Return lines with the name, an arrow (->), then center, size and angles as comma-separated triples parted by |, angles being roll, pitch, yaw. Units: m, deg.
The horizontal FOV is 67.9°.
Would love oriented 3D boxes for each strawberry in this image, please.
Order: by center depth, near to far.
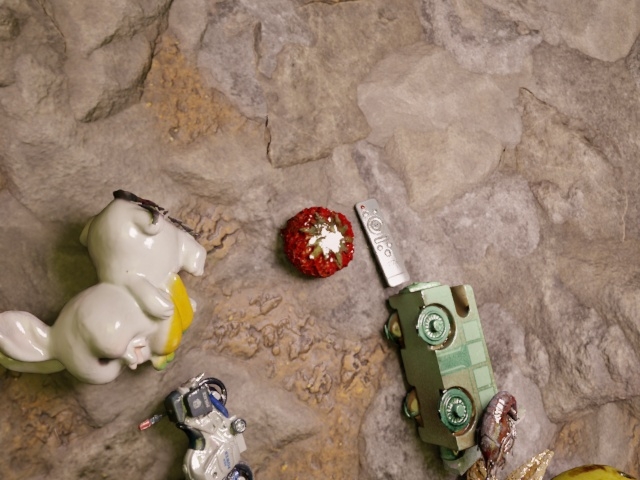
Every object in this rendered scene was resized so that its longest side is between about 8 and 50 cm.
strawberry -> 0.000, 0.000, 0.895 | 0.145, 0.086, 0.145 | 3, 80, -17

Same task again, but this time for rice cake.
rice cake -> 0.324, 0.381, 0.926 | 0.210, 0.043, 0.034 | -24, 92, -26

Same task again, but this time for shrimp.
shrimp -> 0.299, 0.338, 0.807 | 0.065, 0.056, 0.165 | 22, 76, -30

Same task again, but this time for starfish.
starfish -> 0.331, 0.460, 0.838 | 0.231, 0.295, 0.048 | -55, 129, -33

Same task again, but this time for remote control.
remote control -> 0.123, 0.004, 0.964 | 0.049, 0.027, 0.184 | -18, 80, -21

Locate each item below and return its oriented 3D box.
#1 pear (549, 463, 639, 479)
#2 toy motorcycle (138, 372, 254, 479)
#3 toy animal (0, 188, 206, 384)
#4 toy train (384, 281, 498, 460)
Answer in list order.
pear -> 0.510, 0.549, 0.841 | 0.283, 0.283, 0.284 | 3, 78, -16
toy motorcycle -> -0.194, 0.336, 0.768 | 0.150, 0.102, 0.221 | -16, 87, -40
toy animal -> -0.324, 0.089, 0.736 | 0.247, 0.183, 0.310 | 25, 78, -6
toy train -> 0.233, 0.235, 0.898 | 0.159, 0.129, 0.327 | -8, 81, -24
